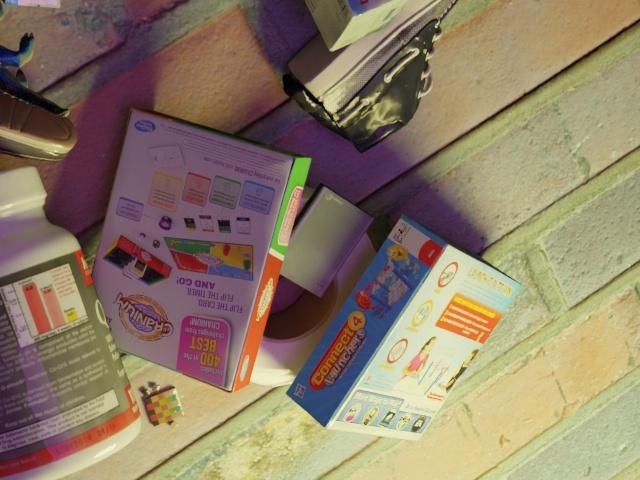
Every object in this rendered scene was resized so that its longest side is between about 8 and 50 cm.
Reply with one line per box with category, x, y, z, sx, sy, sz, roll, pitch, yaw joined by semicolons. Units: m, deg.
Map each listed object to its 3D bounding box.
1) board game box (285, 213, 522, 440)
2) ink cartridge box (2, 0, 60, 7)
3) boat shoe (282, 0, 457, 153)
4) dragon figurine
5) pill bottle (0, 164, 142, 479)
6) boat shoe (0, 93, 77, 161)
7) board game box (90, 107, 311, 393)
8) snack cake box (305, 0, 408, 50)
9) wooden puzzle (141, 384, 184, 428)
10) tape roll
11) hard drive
board game box;0.133;0.141;1.556;0.302;0.086;0.308;-57;148;5
ink cartridge box;-0.348;-0.304;1.304;0.083;0.048;0.028;-1;109;-21
boat shoe;0.117;-0.274;1.468;0.340;0.127;0.158;-39;125;5
dragon figurine;-0.416;-0.212;1.230;0.144;0.289;0.085;-22;154;-39
pill bottle;-0.374;0.105;1.309;0.210;0.210;0.363;-20;95;-14
boat shoe;-0.447;-0.149;1.299;0.285;0.103;0.092;15;125;-23
board game box;-0.170;0.010;1.386;0.242;0.064;0.316;19;98;17
snack cake box;0.006;-0.384;1.300;0.089;0.152;0.264;-26;90;-11
wooden puzzle;-0.233;0.247;1.575;0.049;0.006;0.083;-20;115;-14
tape roll;-0.061;0.062;1.523;0.286;0.100;0.286;-7;111;-20
hard drive;0.000;0.000;1.454;0.094;0.022;0.135;32;95;-27
